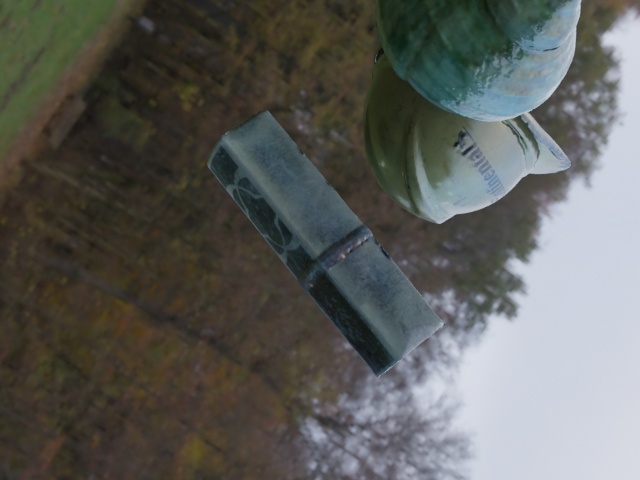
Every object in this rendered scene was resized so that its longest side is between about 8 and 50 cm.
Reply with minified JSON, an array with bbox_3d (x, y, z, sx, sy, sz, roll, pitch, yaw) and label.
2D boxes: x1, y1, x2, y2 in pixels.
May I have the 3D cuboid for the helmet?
[{"bbox_3d":[0.131,-0.089,1.253,0.204,0.257,0.137,14,-109,52],"label":"helmet"}]

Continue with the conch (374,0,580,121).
[{"bbox_3d":[0.122,-0.169,0.912,0.188,0.175,0.122,36,-50,45],"label":"conch"}]

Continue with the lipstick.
[{"bbox_3d":[0.000,0.000,1.195,0.076,0.290,0.077,-35,172,-26],"label":"lipstick"}]
